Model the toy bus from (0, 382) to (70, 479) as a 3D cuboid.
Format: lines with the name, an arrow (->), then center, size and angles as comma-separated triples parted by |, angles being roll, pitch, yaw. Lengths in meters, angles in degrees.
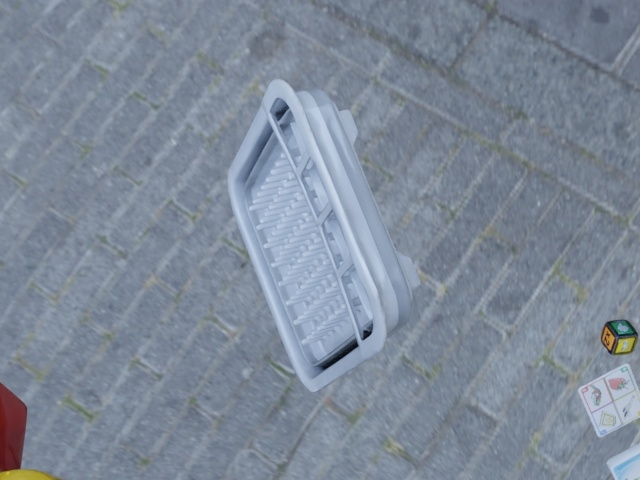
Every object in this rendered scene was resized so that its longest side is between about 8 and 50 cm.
toy bus -> -0.078, 0.151, 0.420 | 0.104, 0.202, 0.191 | -17, 109, 15

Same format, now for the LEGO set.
LEGO set -> 0.325, 0.137, 0.957 | 0.182, 0.244, 0.060 | -28, 38, 3

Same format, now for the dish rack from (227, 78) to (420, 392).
dish rack -> 0.000, 0.000, 1.179 | 0.072, 0.333, 0.285 | -18, 79, -21
